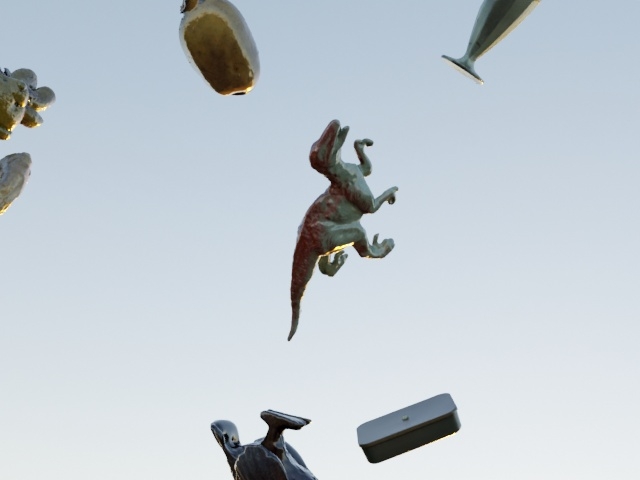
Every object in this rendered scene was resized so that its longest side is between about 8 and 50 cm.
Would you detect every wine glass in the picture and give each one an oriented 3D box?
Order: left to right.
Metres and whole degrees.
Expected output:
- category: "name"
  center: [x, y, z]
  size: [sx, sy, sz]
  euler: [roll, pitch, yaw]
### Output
- category: "wine glass"
  center: [0.216, -0.276, 1.106]
  size: [0.073, 0.073, 0.155]
  euler: [30, -80, -36]

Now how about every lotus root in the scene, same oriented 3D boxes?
- category: "lotus root"
  center: [-0.176, -0.336, 1.482]
  size: [0.125, 0.118, 0.221]
  euler: [-8, -53, 33]

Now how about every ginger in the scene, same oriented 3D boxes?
- category: "ginger"
  center: [-0.532, -0.085, 1.325]
  size: [0.259, 0.149, 0.065]
  euler: [4, -55, 25]

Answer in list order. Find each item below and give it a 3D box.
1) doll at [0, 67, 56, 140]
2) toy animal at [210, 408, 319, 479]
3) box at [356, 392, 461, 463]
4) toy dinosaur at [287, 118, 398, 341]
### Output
- category: "doll"
  center: [-0.522, -0.254, 1.528]
  size: [0.097, 0.209, 0.137]
  euler: [-28, -74, 23]
- category: "toy animal"
  center: [-0.053, 0.287, 1.040]
  size: [0.116, 0.179, 0.218]
  euler: [-12, -8, -2]
- category: "box"
  center: [0.107, 0.226, 1.078]
  size: [0.126, 0.031, 0.091]
  euler: [-21, 4, 1]
- category: "toy dinosaur"
  center: [0.000, 0.000, 0.955]
  size: [0.167, 0.053, 0.242]
  euler: [23, -72, -46]
